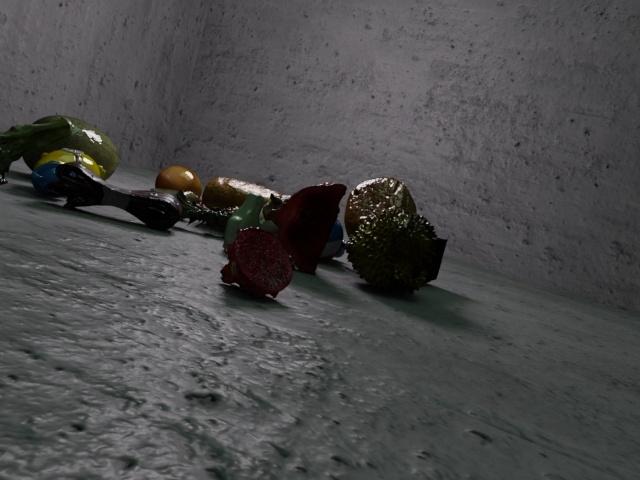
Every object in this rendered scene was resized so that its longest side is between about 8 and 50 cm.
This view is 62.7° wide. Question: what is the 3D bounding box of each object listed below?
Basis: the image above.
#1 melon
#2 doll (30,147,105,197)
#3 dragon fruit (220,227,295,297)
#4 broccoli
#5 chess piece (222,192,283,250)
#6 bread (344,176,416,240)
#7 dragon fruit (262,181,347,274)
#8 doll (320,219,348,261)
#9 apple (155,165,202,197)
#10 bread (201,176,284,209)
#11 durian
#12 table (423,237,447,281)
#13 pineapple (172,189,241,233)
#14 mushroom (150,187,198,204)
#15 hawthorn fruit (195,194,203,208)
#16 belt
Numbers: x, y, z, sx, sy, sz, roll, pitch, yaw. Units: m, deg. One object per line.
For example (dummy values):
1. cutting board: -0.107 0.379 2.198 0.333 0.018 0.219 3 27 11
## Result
1. melon: -0.901 -0.319 1.902 0.248 0.248 0.329 21 7 42
2. doll: -0.799 -0.212 1.636 0.199 0.145 0.363 27 10 -6
3. dragon fruit: -0.140 0.059 1.068 0.153 0.153 0.111 9 -32 -45
4. broccoli: -0.873 -0.282 1.538 0.165 0.304 0.145 50 -20 30
5. chess piece: -0.161 -0.044 1.543 0.176 0.176 0.298 19 8 33
6. bread: 0.199 -0.086 1.740 0.227 0.253 0.142 5 -32 25
7. dragon fruit: -0.062 -0.066 1.464 0.211 0.262 0.134 23 2 -25
8. doll: 0.000 0.000 1.781 0.215 0.161 0.257 3 -14 16
9. apple: -0.581 -0.221 2.178 0.199 0.199 0.199 15 6 -2
10. bread: -0.248 -0.129 1.909 0.337 0.148 0.328 15 -10 10
11. durian: 0.213 0.032 1.518 0.293 0.258 0.258 17 3 -44
12. table: 0.322 0.056 1.850 0.169 0.172 0.193 18 10 27
13. pineapple: -0.339 -0.080 1.662 0.277 0.130 0.119 13 -34 -22
14. mushroom: -0.563 -0.147 1.913 0.107 0.087 0.333 -7 14 -42
15. hawthorn fruit: -0.486 -0.128 1.963 0.093 0.093 0.093 15 6 -2
16. belt: -0.567 -0.121 1.474 0.359 0.126 0.094 15 8 -14
